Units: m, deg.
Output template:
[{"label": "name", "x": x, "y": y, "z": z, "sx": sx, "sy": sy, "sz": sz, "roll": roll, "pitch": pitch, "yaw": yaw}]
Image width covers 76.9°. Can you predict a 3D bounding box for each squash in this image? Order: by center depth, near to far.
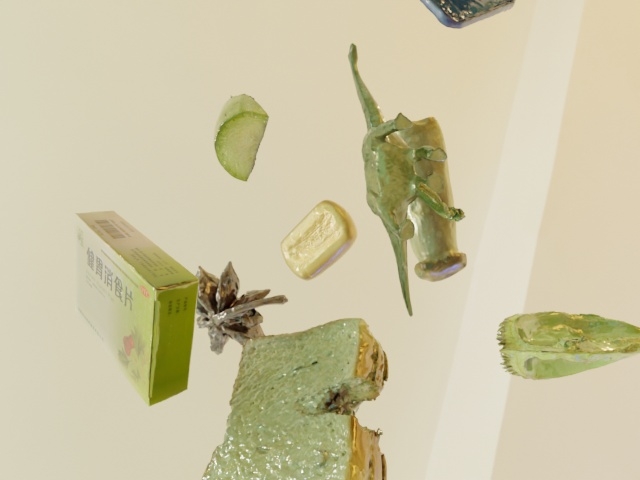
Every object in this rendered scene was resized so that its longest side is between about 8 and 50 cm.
[{"label": "squash", "x": -0.223, "y": -0.256, "z": 0.952, "sx": 0.085, "sy": 0.192, "sz": 0.184, "roll": -8, "pitch": -136, "yaw": -45}]

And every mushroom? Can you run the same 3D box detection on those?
[{"label": "mushroom", "x": 0.203, "y": -0.078, "z": 0.766, "sx": 0.100, "sy": 0.081, "sz": 0.312, "roll": -8, "pitch": -97, "yaw": -3}]

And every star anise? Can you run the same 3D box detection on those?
[{"label": "star anise", "x": -0.176, "y": 0.138, "z": 0.793, "sx": 0.209, "sy": 0.231, "sz": 0.089, "roll": 42, "pitch": -142, "yaw": -5}]

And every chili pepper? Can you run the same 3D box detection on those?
[{"label": "chili pepper", "x": 0.151, "y": -0.043, "z": 0.504, "sx": 0.083, "sy": 0.027, "sz": 0.022, "roll": 31, "pitch": -70, "yaw": -19}]

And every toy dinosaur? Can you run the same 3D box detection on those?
[{"label": "toy dinosaur", "x": 0.091, "y": -0.121, "z": 0.675, "sx": 0.087, "sy": 0.301, "sz": 0.447, "roll": -4, "pitch": -77, "yaw": -17}]

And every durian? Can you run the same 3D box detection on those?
[{"label": "durian", "x": 0.575, "y": 0.218, "z": 0.919, "sx": 0.394, "sy": 0.198, "sz": 0.163, "roll": -3, "pitch": -120, "yaw": 1}]

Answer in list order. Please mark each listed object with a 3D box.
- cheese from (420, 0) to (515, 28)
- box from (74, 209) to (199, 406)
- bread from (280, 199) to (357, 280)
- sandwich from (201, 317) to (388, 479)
[{"label": "cheese", "x": 0.037, "y": -0.301, "z": 0.339, "sx": 0.204, "sy": 0.083, "sz": 0.320, "roll": -32, "pitch": -102, "yaw": -27}, {"label": "box", "x": -0.274, "y": 0.082, "z": 0.575, "sx": 0.260, "sy": 0.062, "sz": 0.175, "roll": 28, "pitch": -65, "yaw": 36}, {"label": "bread", "x": 0.000, "y": 0.000, "z": 1.036, "sx": 0.217, "sy": 0.098, "sz": 0.147, "roll": -39, "pitch": -105, "yaw": 24}, {"label": "sandwich", "x": -0.026, "y": 0.249, "z": 0.552, "sx": 0.249, "sy": 0.095, "sz": 0.273, "roll": -19, "pitch": -143, "yaw": 26}]
